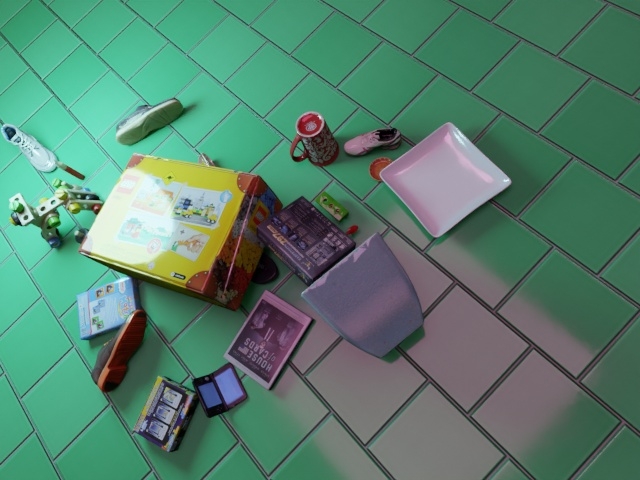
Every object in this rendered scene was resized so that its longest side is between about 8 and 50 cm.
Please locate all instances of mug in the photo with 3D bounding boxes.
[{"bbox_3d":[-0.022,-0.311,1.382,0.113,0.169,0.150,36,83,22],"label":"mug"}]

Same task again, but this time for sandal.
[{"bbox_3d":[-0.241,0.049,1.380,0.255,0.054,0.097,38,84,22],"label":"sandal"}]

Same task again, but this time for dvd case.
[{"bbox_3d":[-0.155,0.291,1.291,0.179,0.029,0.238,29,80,22],"label":"dvd case"}]

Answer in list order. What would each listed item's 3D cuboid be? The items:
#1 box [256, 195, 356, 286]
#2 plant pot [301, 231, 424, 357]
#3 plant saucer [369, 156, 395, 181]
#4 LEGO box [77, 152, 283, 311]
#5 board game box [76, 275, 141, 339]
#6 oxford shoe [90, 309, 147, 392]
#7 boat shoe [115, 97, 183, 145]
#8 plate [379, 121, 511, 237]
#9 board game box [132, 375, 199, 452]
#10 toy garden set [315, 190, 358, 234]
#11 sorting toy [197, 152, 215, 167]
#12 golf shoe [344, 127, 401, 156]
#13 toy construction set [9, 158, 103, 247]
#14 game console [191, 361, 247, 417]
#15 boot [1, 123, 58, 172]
[{"bbox_3d":[-0.043,-0.002,1.257,0.233,0.059,0.183,41,59,18],"label":"box"},{"bbox_3d":[0.134,0.162,1.154,0.247,0.248,0.252,-40,82,-1],"label":"plant pot"},{"bbox_3d":[0.196,-0.225,1.381,0.084,0.013,0.083,-4,72,12],"label":"plant saucer"},{"bbox_3d":[-0.429,-0.040,1.346,0.501,0.193,0.372,14,71,24],"label":"LEGO box"},{"bbox_3d":[-0.706,0.223,1.451,0.212,0.039,0.160,-20,68,8],"label":"board game box"},{"bbox_3d":[-0.641,0.331,1.362,0.099,0.097,0.271,24,84,26],"label":"oxford shoe"},{"bbox_3d":[-0.654,-0.466,1.637,0.286,0.103,0.092,-29,72,10],"label":"boat shoe"},{"bbox_3d":[0.367,-0.181,1.305,0.278,0.045,0.277,-37,68,0],"label":"plate"},{"bbox_3d":[-0.453,0.509,1.285,0.141,0.048,0.170,19,78,22],"label":"board game box"},{"bbox_3d":[0.000,0.000,1.339,0.244,0.049,0.204,-45,71,-8],"label":"toy garden set"},{"bbox_3d":[-0.413,-0.252,1.536,0.075,0.045,0.083,-37,67,8],"label":"sorting toy"},{"bbox_3d":[0.162,-0.323,1.385,0.186,0.086,0.067,-11,71,12],"label":"golf shoe"},{"bbox_3d":[-0.942,-0.145,1.528,0.258,0.237,0.308,-15,69,9],"label":"toy construction set"},{"bbox_3d":[-0.294,0.431,1.260,0.071,0.107,0.122,-47,63,27],"label":"game console"},{"bbox_3d":[-1.164,-0.368,1.722,0.258,0.123,0.095,34,83,22],"label":"boot"}]
